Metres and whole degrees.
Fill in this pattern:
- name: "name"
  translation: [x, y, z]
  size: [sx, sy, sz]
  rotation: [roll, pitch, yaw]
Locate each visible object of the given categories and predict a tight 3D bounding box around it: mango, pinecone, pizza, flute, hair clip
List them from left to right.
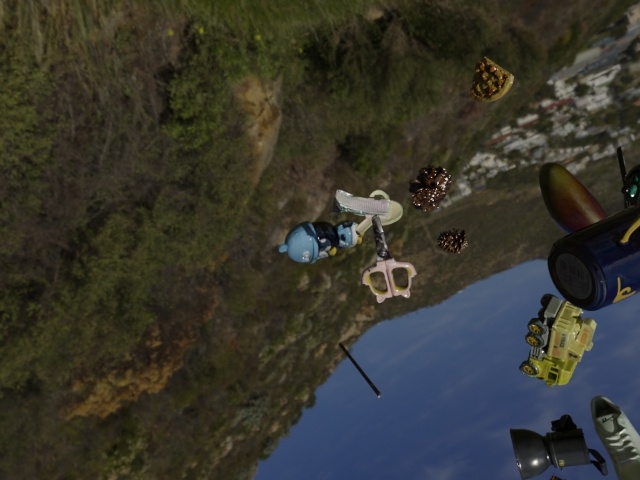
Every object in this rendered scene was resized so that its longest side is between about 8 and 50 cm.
- name: "flute"
  translation: [0.121, 0.404, 1.826]
  size: [0.014, 0.014, 0.269]
  rotation: [-20, -146, -17]
- name: "hair clip"
  translation: [0.146, -0.093, 1.787]
  size: [0.218, 0.159, 0.071]
  rotation: [9, 161, 1]
- name: "pinecone"
  translation: [0.440, -0.216, 2.304]
  size: [0.195, 0.150, 0.179]
  rotation: [-48, 163, -26]
- name: "pinecone"
  translation: [0.480, 0.005, 2.092]
  size: [0.109, 0.102, 0.102]
  rotation: [-10, 176, -4]
- name: "pizza"
  translation: [0.502, -0.484, 1.747]
  size: [0.046, 0.134, 0.175]
  rotation: [-23, 176, -26]
- name: "mango"
  translation: [0.682, -0.094, 1.570]
  size: [0.111, 0.267, 0.133]
  rotation: [-36, 173, -2]

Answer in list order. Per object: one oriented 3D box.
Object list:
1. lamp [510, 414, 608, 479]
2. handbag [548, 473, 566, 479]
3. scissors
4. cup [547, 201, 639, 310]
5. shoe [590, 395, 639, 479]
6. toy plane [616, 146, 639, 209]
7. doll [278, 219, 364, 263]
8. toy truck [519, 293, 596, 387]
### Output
- name: "lamp"
  translation: [0.673, 0.588, 1.648]
  size: [0.227, 0.147, 0.172]
  rotation: [-15, -141, 17]
- name: "handbag"
  translation: [0.833, 0.959, 2.099]
  size: [0.062, 0.127, 0.190]
  rotation: [21, -144, 27]
- name: "scissors"
  translation: [0.178, 0.055, 1.608]
  size: [0.160, 0.318, 0.024]
  rotation: [-11, -141, 10]
- name: "cup"
  translation: [0.625, -0.002, 1.198]
  size: [0.256, 0.255, 0.178]
  rotation: [-20, -149, -15]
- name: "shoe"
  translation: [0.962, 0.643, 1.851]
  size: [0.131, 0.160, 0.363]
  rotation: [-34, -167, 20]
- name: "toy plane"
  translation: [0.996, -0.108, 1.808]
  size: [0.155, 0.382, 0.106]
  rotation: [18, 162, -24]
- name: "doll"
  translation: [0.000, 0.000, 2.050]
  size: [0.314, 0.141, 0.177]
  rotation: [-11, 147, -16]
- name: "toy truck"
  translation: [0.645, 0.277, 1.559]
  size: [0.157, 0.272, 0.124]
  rotation: [21, -130, 30]
